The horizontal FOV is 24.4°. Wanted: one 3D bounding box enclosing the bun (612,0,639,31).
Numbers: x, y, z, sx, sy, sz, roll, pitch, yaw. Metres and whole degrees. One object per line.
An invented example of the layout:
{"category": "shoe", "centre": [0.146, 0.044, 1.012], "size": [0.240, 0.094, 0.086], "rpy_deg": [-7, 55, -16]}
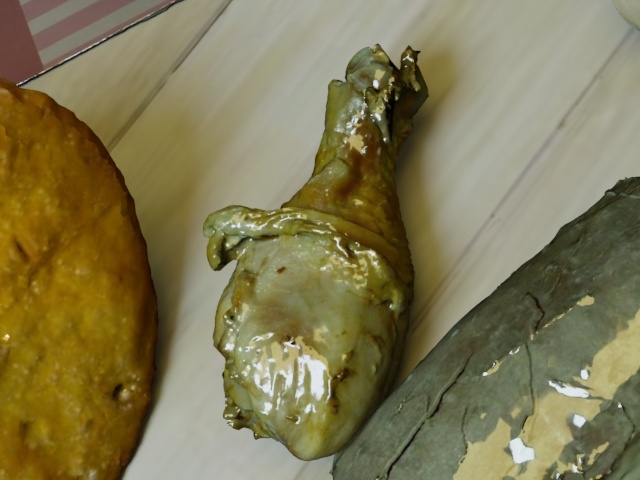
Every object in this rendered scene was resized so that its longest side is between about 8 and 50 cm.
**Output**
{"category": "bun", "centre": [0.234, -0.185, 0.736], "size": [0.193, 0.128, 0.178], "rpy_deg": [7, 69, 18]}

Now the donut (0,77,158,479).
{"category": "donut", "centre": [-0.218, 0.058, 0.701], "size": [0.110, 0.303, 0.303], "rpy_deg": [15, 72, 38]}

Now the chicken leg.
{"category": "chicken leg", "centre": [0.000, 0.000, 0.753], "size": [0.103, 0.088, 0.228], "rpy_deg": [-2, 69, 31]}

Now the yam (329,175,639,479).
{"category": "yam", "centre": [0.120, 0.080, 0.650], "size": [0.254, 0.154, 0.154], "rpy_deg": [-41, 62, 2]}

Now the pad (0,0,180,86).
{"category": "pad", "centre": [-0.177, -0.244, 0.961], "size": [0.202, 0.005, 0.300], "rpy_deg": [-27, 62, 5]}
